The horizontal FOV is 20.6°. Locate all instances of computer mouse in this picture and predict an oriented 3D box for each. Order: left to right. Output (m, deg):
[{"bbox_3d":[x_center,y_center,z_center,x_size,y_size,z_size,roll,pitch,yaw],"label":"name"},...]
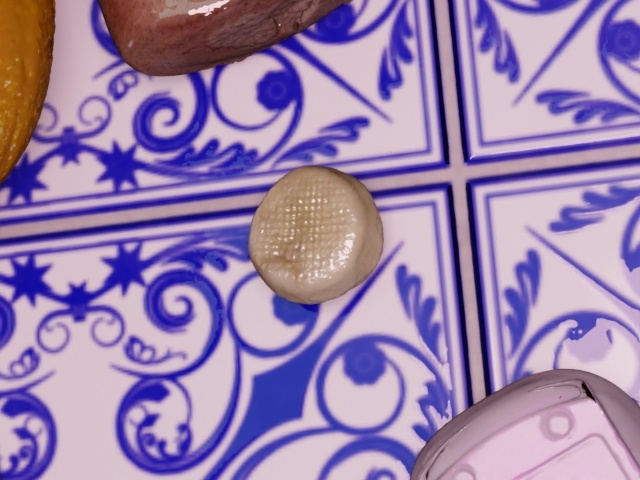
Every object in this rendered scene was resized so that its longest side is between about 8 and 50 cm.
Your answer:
[{"bbox_3d":[0.170,0.223,0.979,0.158,0.072,0.310,-32,75,5],"label":"computer mouse"}]

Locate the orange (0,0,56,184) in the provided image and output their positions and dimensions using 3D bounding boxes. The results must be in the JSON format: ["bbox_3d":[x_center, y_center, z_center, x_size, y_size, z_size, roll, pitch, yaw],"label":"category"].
[{"bbox_3d":[-0.287,-0.123,1.046,0.274,0.274,0.274,-2,80,13],"label":"orange"}]

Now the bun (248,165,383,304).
[{"bbox_3d":[0.000,0.000,1.067,0.086,0.055,0.086,-8,69,22],"label":"bun"}]

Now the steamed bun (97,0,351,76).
[{"bbox_3d":[-0.059,-0.186,1.089,0.175,0.106,0.145,-21,71,-5],"label":"steamed bun"}]

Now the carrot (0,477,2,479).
[{"bbox_3d":[-0.188,0.184,1.082,0.161,0.055,0.055,42,92,18],"label":"carrot"}]
